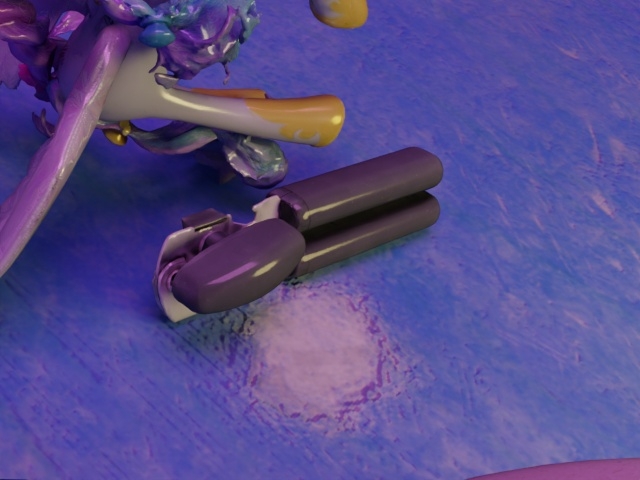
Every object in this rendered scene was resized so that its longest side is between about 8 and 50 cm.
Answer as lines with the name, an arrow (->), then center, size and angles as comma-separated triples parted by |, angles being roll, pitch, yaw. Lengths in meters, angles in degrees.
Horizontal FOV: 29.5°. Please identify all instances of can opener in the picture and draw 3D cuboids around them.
can opener -> 0.000, 0.000, 0.938 | 0.283, 0.076, 0.095 | -20, 35, -35

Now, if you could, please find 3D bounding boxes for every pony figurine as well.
pony figurine -> -0.154, -0.136, 0.882 | 0.364, 0.351, 0.302 | 7, 44, -41

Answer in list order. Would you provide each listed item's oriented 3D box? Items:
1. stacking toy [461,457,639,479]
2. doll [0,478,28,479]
stacking toy -> 0.155, 0.358, 0.506 | 0.351, 0.350, 0.479 | 11, 58, -8
doll -> -0.200, 0.185, 0.702 | 0.189, 0.046, 0.129 | 36, 54, 27
